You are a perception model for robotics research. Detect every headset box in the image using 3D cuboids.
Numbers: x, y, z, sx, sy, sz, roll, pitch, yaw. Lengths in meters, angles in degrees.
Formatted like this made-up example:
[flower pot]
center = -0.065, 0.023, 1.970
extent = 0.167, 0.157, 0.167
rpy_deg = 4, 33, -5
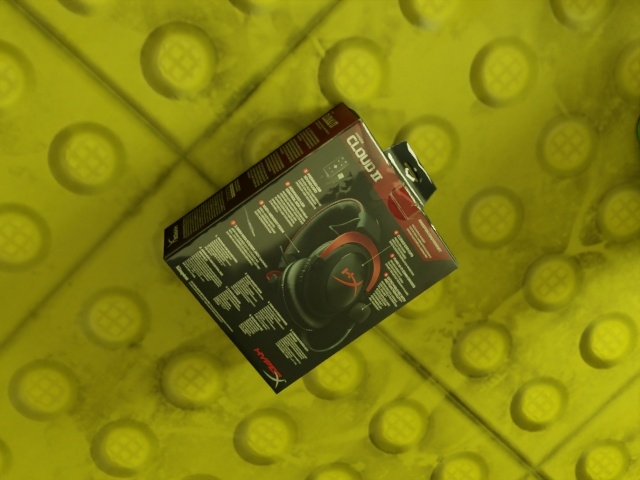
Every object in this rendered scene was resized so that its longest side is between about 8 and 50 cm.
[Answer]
[headset box]
center = 0.000, 0.000, 0.977
extent = 0.293, 0.110, 0.218
rpy_deg = -36, 111, 4

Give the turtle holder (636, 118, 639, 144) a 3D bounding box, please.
[turtle holder]
center = 0.505, -0.090, 0.973
extent = 0.320, 0.227, 0.243
rpy_deg = -33, 112, 2
